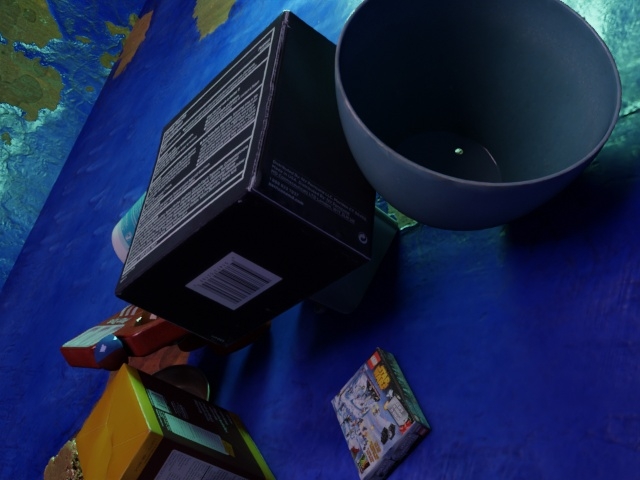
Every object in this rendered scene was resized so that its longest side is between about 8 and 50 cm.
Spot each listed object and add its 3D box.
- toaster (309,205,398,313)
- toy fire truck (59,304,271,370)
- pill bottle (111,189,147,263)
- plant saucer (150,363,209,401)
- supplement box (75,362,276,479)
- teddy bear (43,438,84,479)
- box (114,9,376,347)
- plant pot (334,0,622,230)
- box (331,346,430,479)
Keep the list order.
[{"bbox_3d":[0.000,0.000,1.199,0.168,0.110,0.185,15,76,60],"label":"toaster"},{"bbox_3d":[-0.239,0.118,1.291,0.254,0.169,0.302,-34,14,-29],"label":"toy fire truck"},{"bbox_3d":[-0.271,-0.054,1.655,0.264,0.146,0.146,-43,32,26],"label":"pill bottle"},{"bbox_3d":[-0.250,0.283,1.350,0.199,0.036,0.198,-21,37,17],"label":"plant saucer"},{"bbox_3d":[-0.193,0.289,1.133,0.129,0.194,0.191,-57,28,3],"label":"supplement box"},{"bbox_3d":[-0.357,0.471,1.330,0.245,0.113,0.338,-54,34,14],"label":"teddy bear"},{"bbox_3d":[-0.081,-0.070,1.084,0.296,0.183,0.294,-33,39,41],"label":"box"},{"bbox_3d":[0.152,-0.123,0.951,0.195,0.290,0.290,98,-176,-58],"label":"plant pot"},{"bbox_3d":[0.065,0.198,0.985,0.094,0.027,0.137,-51,29,16],"label":"box"}]
